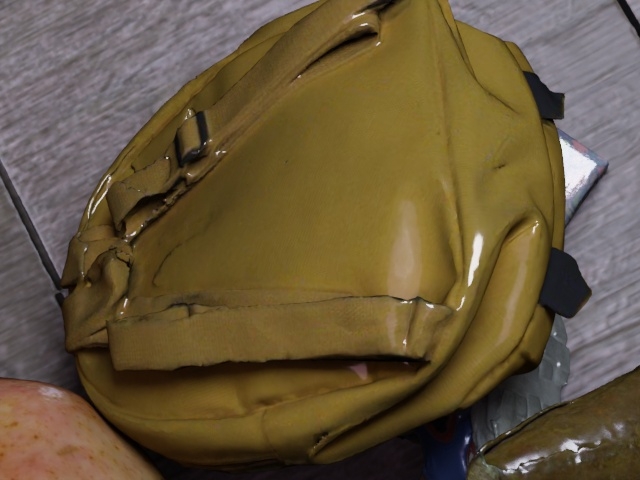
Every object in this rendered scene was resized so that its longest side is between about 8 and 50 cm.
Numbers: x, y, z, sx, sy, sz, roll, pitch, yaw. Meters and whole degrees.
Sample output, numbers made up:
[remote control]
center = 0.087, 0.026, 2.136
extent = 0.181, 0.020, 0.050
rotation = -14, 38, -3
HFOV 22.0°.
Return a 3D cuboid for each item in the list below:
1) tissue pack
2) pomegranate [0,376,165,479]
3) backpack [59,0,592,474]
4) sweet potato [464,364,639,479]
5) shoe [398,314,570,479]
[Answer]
[tissue pack]
center = 0.169, -0.057, 1.248
extent = 0.083, 0.035, 0.063
rotation = 35, 89, 11
[pomegranate]
center = -0.246, 0.252, 1.123
extent = 0.338, 0.338, 0.338
rotation = -1, 83, 8
[backpack]
center = -0.003, -0.004, 1.150
extent = 0.378, 0.201, 0.353
rotation = -15, 55, 31
[sweet potato]
center = 0.222, 0.118, 1.146
extent = 0.286, 0.085, 0.112
rotation = -29, 44, -26
[shoe]
center = 0.114, 0.115, 1.213
extent = 0.125, 0.099, 0.227
rotation = -35, 47, 42
